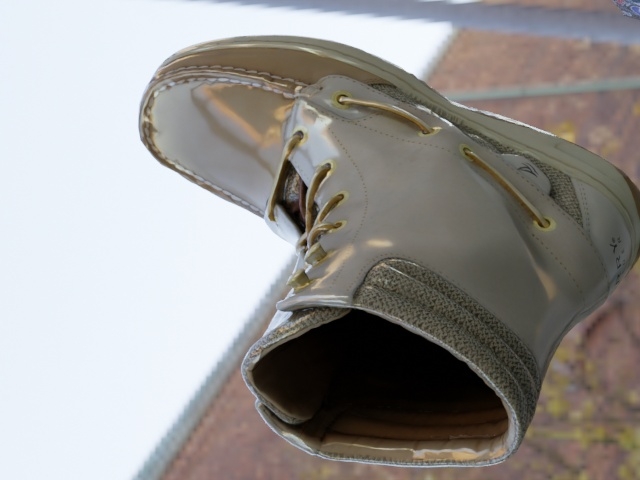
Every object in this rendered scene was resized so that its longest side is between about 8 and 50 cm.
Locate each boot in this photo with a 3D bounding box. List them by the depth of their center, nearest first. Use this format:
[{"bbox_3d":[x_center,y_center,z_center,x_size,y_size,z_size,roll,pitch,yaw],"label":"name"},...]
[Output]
[{"bbox_3d":[0.000,0.000,0.805,0.203,0.262,0.095,-49,-24,-53],"label":"boot"}]

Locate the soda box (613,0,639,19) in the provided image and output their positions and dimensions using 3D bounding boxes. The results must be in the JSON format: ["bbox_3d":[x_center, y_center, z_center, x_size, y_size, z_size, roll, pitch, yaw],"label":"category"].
[{"bbox_3d":[0.274,-0.246,1.321,0.060,0.053,0.169,27,-95,-62],"label":"soda box"}]
